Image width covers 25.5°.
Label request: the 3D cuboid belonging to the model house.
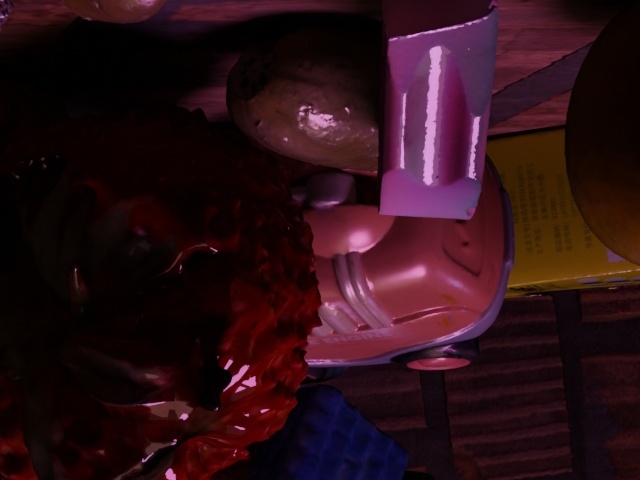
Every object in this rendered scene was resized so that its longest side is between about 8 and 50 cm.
[{"bbox_3d":[-0.080,0.220,1.215,0.295,0.251,0.329,16,154,22],"label":"model house"}]

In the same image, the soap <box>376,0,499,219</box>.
[{"bbox_3d":[0.057,-0.077,0.715,0.056,0.100,0.149,0,137,1],"label":"soap"}]

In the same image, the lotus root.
[{"bbox_3d":[0.024,-0.081,0.844,0.090,0.077,0.183,-9,171,39],"label":"lotus root"}]

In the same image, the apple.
[{"bbox_3d":[0.228,-0.064,0.779,0.196,0.156,0.196,-5,174,-1],"label":"apple"}]

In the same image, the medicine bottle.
[{"bbox_3d":[0.228,-0.025,1.236,0.250,0.141,0.137,-7,177,19],"label":"medicine bottle"}]

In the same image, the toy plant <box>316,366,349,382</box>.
[{"bbox_3d":[-0.078,0.048,1.345,0.332,0.247,0.247,-10,173,12],"label":"toy plant"}]

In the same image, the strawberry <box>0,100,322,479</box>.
[{"bbox_3d":[-0.105,0.038,0.864,0.261,0.261,0.258,-9,177,36],"label":"strawberry"}]

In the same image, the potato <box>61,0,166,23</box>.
[{"bbox_3d":[-0.097,-0.115,0.635,0.037,0.036,0.093,-3,175,-42],"label":"potato"}]

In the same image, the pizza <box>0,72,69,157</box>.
[{"bbox_3d":[-0.292,-0.053,0.844,0.306,0.085,0.161,-3,173,-23],"label":"pizza"}]

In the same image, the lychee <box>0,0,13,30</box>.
[{"bbox_3d":[-0.167,-0.104,0.586,0.083,0.068,0.067,-3,-145,-33],"label":"lychee"}]

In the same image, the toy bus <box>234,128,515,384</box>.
[{"bbox_3d":[0.000,0.000,1.098,0.288,0.194,0.232,-6,166,19],"label":"toy bus"}]
